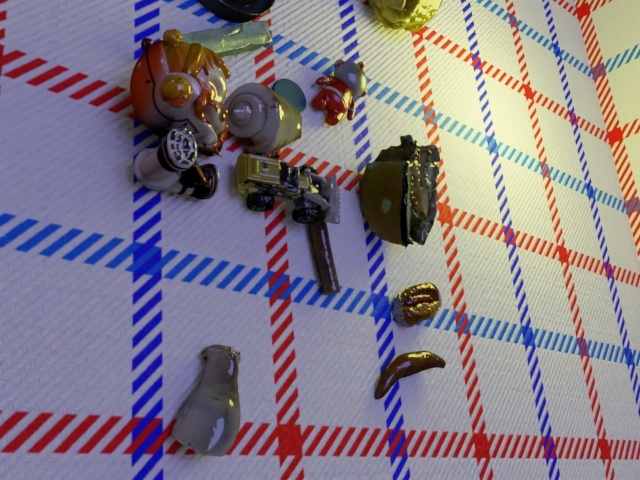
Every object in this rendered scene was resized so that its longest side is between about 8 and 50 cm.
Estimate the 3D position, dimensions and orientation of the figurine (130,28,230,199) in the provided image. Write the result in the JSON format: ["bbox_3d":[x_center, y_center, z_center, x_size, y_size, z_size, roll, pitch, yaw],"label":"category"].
[{"bbox_3d":[-0.282,-0.261,1.530,0.320,0.196,0.323,76,14,-74],"label":"figurine"}]

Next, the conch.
[{"bbox_3d":[-0.111,-0.290,1.768,0.255,0.127,0.158,-17,83,-49],"label":"conch"}]

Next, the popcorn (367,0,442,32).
[{"bbox_3d":[0.254,-0.759,2.325,0.225,0.249,0.249,42,38,19],"label":"popcorn"}]

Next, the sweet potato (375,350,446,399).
[{"bbox_3d":[0.214,0.310,1.866,0.255,0.058,0.078,-15,103,-44],"label":"sweet potato"}]

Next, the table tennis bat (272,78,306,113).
[{"bbox_3d":[-0.090,-0.356,1.906,0.155,0.019,0.100,-23,89,-50],"label":"table tennis bat"}]

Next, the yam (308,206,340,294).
[{"bbox_3d":[0.000,0.000,1.803,0.046,0.046,0.264,3,69,-45],"label":"yam"}]

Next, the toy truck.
[{"bbox_3d":[-0.060,-0.121,1.729,0.286,0.111,0.136,12,64,-28],"label":"toy truck"}]

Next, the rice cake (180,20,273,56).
[{"bbox_3d":[-0.228,-0.463,1.784,0.336,0.063,0.066,-31,104,-50],"label":"rice cake"}]

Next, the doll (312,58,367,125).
[{"bbox_3d":[0.061,-0.408,2.045,0.142,0.076,0.245,47,48,-20],"label":"doll"}]

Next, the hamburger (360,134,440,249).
[{"bbox_3d":[0.201,-0.131,1.984,0.167,0.192,0.288,-3,99,-41],"label":"hamburger"}]

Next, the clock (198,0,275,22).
[{"bbox_3d":[-0.231,-0.668,1.884,0.280,0.055,0.281,22,57,-37],"label":"clock"}]

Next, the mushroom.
[{"bbox_3d":[-0.193,0.297,1.427,0.116,0.093,0.225,25,57,-10],"label":"mushroom"}]

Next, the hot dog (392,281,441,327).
[{"bbox_3d":[0.256,0.163,1.982,0.192,0.053,0.099,-16,87,-46],"label":"hot dog"}]
